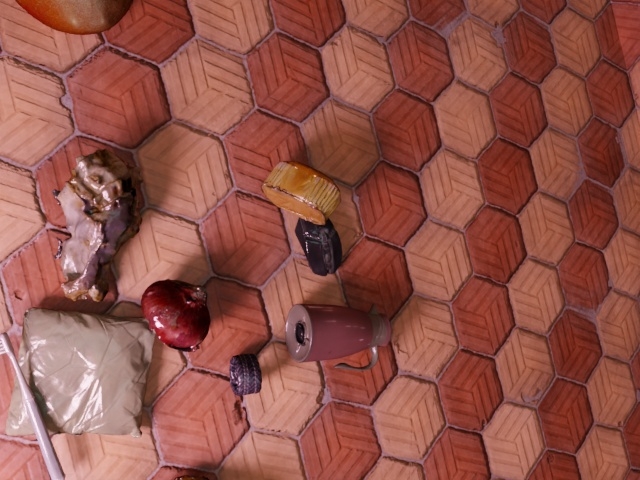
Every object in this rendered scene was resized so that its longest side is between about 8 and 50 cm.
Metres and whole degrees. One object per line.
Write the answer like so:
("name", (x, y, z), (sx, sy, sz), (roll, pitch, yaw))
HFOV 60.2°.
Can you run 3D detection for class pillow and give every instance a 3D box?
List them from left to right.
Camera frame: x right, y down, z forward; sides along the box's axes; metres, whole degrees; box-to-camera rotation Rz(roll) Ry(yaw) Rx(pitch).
("pillow", (-0.516, 0.294, 1.214), (0.281, 0.076, 0.274), (9, 84, -22))

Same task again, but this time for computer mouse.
("computer mouse", (0.000, 0.000, 1.467), (0.106, 0.062, 0.192), (-18, 91, -23))

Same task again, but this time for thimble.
("thimble", (-0.181, 0.324, 1.337), (0.066, 0.104, 0.095), (-3, 85, -22))

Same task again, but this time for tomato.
("tomato", (-0.540, -0.615, 1.193), (0.304, 0.239, 0.303), (2, 85, -19))

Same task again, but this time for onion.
("onion", (-0.311, 0.159, 1.252), (0.147, 0.184, 0.184), (-33, 101, 16))

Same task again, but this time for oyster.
("oyster", (-0.497, -0.030, 1.214), (0.198, 0.133, 0.337), (19, 93, -47))

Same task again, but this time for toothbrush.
("toothbrush", (-0.598, 0.350, 1.141), (0.030, 0.025, 0.342), (-20, 98, -8))

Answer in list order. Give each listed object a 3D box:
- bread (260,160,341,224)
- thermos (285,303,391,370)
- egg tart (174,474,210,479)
("bread", (-0.045, -0.125, 1.404), (0.190, 0.132, 0.114), (30, 71, 13))
("thermos", (0.058, 0.249, 1.429), (0.265, 0.146, 0.176), (5, 77, -28))
("egg tart", (-0.292, 0.650, 1.226), (0.215, 0.171, 0.215), (-6, 101, -33))
